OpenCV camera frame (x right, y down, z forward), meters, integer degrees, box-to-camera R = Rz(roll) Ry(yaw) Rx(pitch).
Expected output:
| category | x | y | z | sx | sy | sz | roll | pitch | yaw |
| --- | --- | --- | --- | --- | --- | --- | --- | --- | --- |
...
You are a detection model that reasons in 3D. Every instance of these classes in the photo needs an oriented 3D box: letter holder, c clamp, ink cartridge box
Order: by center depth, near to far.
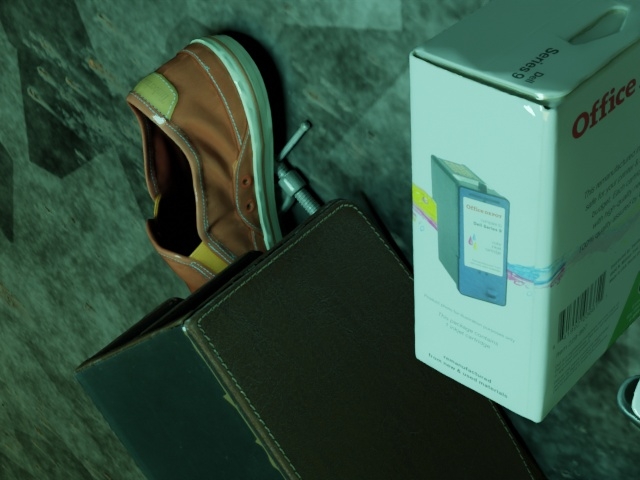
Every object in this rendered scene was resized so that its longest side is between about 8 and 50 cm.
| category | x | y | z | sx | sy | sz | roll | pitch | yaw |
| --- | --- | --- | --- | --- | --- | --- | --- | --- | --- |
| ink cartridge box | 0.131 | -0.032 | 0.655 | 0.093 | 0.154 | 0.212 | 27 | 139 | 33 |
| letter holder | 0.006 | 0.149 | 0.883 | 0.152 | 0.214 | 0.301 | -26 | 100 | 46 |
| c clamp | 0.000 | 0.000 | 0.941 | 0.160 | 0.022 | 0.137 | 53 | 144 | 0 |

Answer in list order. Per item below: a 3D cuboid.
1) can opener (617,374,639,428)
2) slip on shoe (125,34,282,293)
| category | x | y | z | sx | sy | sz | roll | pitch | yaw |
| --- | --- | --- | --- | --- | --- | --- | --- | --- | --- |
| can opener | 0.311 | 0.158 | 0.710 | 0.280 | 0.074 | 0.093 | 40 | 177 | 19 |
| slip on shoe | -0.092 | -0.004 | 0.953 | 0.123 | 0.101 | 0.331 | 37 | 144 | 42 |
